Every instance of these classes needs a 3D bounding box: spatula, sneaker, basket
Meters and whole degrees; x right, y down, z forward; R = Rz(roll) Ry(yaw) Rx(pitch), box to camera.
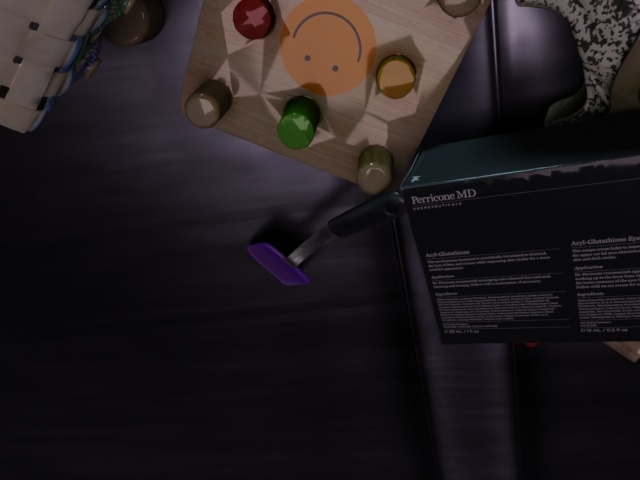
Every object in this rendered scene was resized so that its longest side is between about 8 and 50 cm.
[{"bbox_3d":[0.000,0.000,0.643,0.084,0.030,0.296,42,143,-15],"label":"spatula"},{"bbox_3d":[0.322,-0.132,0.545,0.182,0.158,0.410,-23,108,31],"label":"sneaker"},{"bbox_3d":[-0.271,-0.250,0.474,0.201,0.289,0.255,17,131,-43],"label":"basket"}]

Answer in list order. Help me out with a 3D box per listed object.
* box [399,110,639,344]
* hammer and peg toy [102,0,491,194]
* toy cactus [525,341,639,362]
[{"bbox_3d":[0.227,-0.007,0.512,0.261,0.103,0.184,-6,121,25],"label":"box"},{"bbox_3d":[-0.040,-0.217,0.537,0.361,0.127,0.266,22,121,-5],"label":"hammer and peg toy"},{"bbox_3d":[0.293,0.061,0.637,0.112,0.180,0.219,-12,138,-38],"label":"toy cactus"}]
